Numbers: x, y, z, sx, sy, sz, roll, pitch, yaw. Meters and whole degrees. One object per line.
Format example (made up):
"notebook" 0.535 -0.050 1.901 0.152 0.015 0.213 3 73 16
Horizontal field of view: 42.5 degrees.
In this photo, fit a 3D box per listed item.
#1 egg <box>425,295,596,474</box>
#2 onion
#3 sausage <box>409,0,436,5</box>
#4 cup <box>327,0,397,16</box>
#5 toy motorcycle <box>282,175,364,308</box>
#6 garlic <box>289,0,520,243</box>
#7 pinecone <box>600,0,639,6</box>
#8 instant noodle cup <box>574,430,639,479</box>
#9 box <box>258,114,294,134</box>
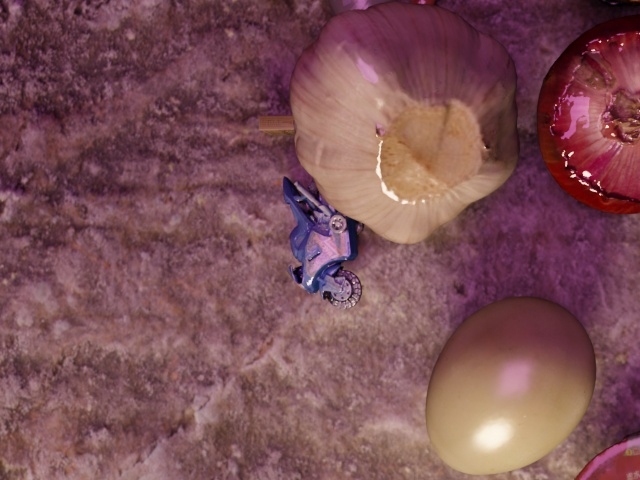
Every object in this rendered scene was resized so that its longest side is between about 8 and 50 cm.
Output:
"egg" 0.236 0.188 1.050 0.188 0.188 0.254 40 108 14
"onion" 0.389 -0.158 1.038 0.247 0.161 0.248 3 98 19
"sausage" 0.188 -0.393 1.165 0.047 0.040 0.177 43 99 7
"cup" 0.062 -0.328 1.167 0.119 0.120 0.141 -15 97 15
"toy motorcycle" 0.000 0.000 1.188 0.114 0.076 0.205 -9 84 22
"garlic" 0.105 -0.166 1.060 0.317 0.259 0.318 -4 111 -10
"pinecone" 0.397 -0.395 1.004 0.224 0.272 0.224 18 128 24
"instant noodle cup" 0.441 0.365 1.034 0.273 0.090 0.274 -1 88 15
"box" -0.044 -0.170 1.213 0.083 0.053 0.024 4 89 17
